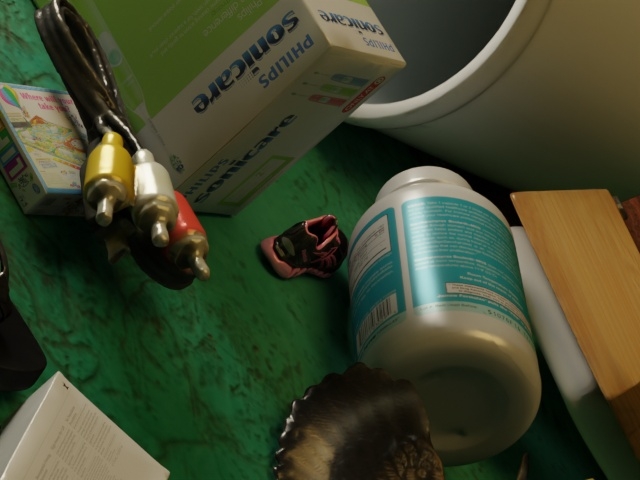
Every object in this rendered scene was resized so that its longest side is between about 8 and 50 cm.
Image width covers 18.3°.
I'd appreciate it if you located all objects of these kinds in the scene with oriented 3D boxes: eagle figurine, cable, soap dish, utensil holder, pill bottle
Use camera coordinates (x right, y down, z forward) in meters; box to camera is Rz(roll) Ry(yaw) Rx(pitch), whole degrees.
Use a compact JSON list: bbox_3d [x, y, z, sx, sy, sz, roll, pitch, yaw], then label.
[{"bbox_3d":[0.100,0.231,1.409,0.298,0.225,0.226,-146,-132,-66],"label":"eagle figurine"},{"bbox_3d":[-0.137,-0.074,1.460,0.139,0.072,0.287,36,28,-39],"label":"cable"},{"bbox_3d":[0.271,0.104,1.788,0.291,0.118,0.229,56,11,-54],"label":"soap dish"},{"bbox_3d":[0.186,-0.224,1.974,0.385,0.327,0.328,19,38,-49],"label":"utensil holder"},{"bbox_3d":[0.097,0.051,1.648,0.146,0.146,0.264,36,29,-26],"label":"pill bottle"}]

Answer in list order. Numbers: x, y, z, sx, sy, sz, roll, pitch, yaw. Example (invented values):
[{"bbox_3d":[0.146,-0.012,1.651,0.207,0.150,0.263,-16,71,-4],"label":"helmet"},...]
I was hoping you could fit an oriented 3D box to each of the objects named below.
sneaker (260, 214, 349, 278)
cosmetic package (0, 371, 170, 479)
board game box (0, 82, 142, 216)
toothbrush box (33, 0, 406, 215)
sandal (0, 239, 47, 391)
[{"bbox_3d":[0.000,0.000,1.666,0.047,0.057,0.119,53,24,12],"label":"sneaker"},{"bbox_3d":[-0.165,0.180,1.135,0.099,0.060,0.239,46,25,-12],"label":"cosmetic package"},{"bbox_3d":[-0.187,-0.066,1.486,0.154,0.026,0.103,2,52,-58],"label":"board game box"},{"bbox_3d":[-0.099,-0.193,1.598,0.122,0.206,0.283,6,48,-57],"label":"toothbrush box"},{"bbox_3d":[-0.256,-0.013,1.263,0.254,0.054,0.097,55,25,11],"label":"sandal"}]
